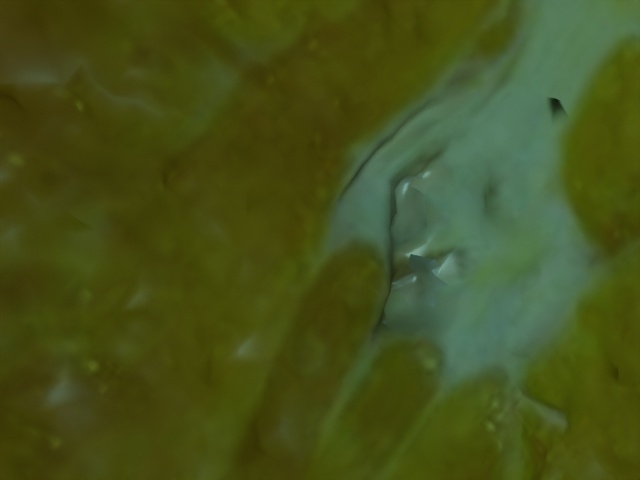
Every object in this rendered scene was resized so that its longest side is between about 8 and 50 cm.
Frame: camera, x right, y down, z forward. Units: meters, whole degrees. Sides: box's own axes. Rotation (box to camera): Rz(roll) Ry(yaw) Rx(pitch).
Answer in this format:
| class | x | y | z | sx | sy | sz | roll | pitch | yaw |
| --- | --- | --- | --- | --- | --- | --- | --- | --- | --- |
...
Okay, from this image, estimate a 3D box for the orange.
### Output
| class | x | y | z | sx | sy | sz | roll | pitch | yaw |
| --- | --- | --- | --- | --- | --- | --- | --- | --- | --- |
| orange | 0.000 | -0.003 | 0.380 | 0.274 | 0.274 | 0.310 | -36 | 134 | 2 |
